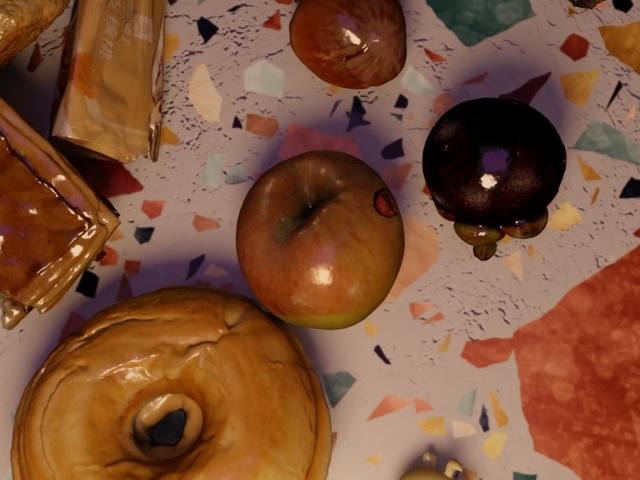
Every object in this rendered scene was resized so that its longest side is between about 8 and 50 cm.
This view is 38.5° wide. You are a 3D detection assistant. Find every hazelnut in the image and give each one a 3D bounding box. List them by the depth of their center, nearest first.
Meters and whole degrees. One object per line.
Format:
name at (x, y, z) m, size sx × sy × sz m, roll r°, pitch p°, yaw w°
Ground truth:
hazelnut at (0.050, -0.315, 1.358) m, size 0.182 × 0.182 × 0.182 m, roll 0°, pitch 84°, yaw 1°

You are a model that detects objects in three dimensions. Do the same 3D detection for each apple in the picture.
apple at (0.000, 0.000, 1.298) m, size 0.260 × 0.194 × 0.261 m, roll -10°, pitch 46°, yaw 11°

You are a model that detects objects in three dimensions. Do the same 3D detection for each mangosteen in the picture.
mangosteen at (0.249, -0.082, 1.330) m, size 0.211 × 0.211 × 0.250 m, roll 2°, pitch 113°, yaw 1°

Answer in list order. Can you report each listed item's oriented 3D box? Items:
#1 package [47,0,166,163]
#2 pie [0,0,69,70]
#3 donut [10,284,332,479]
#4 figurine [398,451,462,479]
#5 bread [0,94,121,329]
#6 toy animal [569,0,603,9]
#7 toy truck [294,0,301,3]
package at (-0.300, -0.278, 1.366) m, size 0.164 × 0.221 × 0.312 m, roll 9°, pitch 84°, yaw -19°
pie at (-0.488, -0.266, 1.286) m, size 0.339 × 0.339 × 0.083 m, roll -39°, pitch 107°, yaw -4°
donut at (-0.207, 0.265, 1.251) m, size 0.448 × 0.198 × 0.449 m, roll -2°, pitch 65°, yaw 4°
figurine at (0.104, 0.480, 1.254) m, size 0.274 × 0.226 × 0.394 m, roll 26°, pitch 73°, yaw -23°
bread at (-0.498, -0.023, 1.319) m, size 0.370 × 0.191 × 0.314 m, roll -40°, pitch 103°, yaw 10°
toy animal at (0.357, -0.443, 1.419) m, size 0.219 × 0.086 × 0.069 m, roll 42°, pitch 47°, yaw 10°
toy truck at (0.012, -0.443, 1.341) m, size 0.124 × 0.242 × 0.101 m, roll -19°, pitch 84°, yaw -14°
